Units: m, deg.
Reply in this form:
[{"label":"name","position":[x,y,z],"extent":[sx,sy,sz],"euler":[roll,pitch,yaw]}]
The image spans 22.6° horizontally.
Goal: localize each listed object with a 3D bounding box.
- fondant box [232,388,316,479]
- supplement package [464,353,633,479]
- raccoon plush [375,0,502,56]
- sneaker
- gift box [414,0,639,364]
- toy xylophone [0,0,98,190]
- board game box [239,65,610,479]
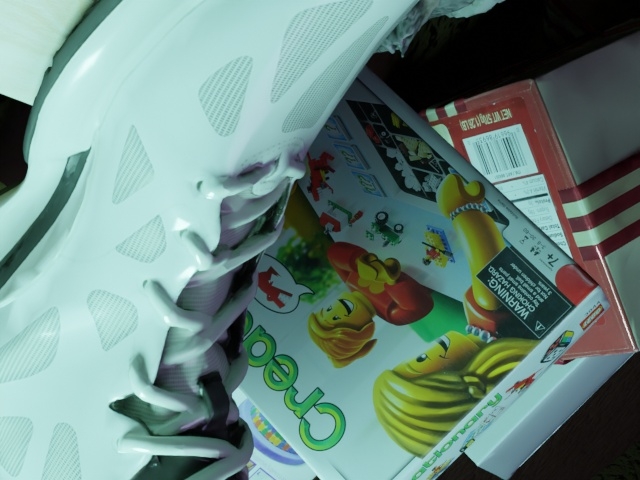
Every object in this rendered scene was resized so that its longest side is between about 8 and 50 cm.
[{"label":"fondant box","position":[-0.083,0.109,1.224],"extent":[0.330,0.096,0.238],"euler":[-43,137,0]},{"label":"supplement package","position":[0.251,0.142,1.936],"extent":[0.262,0.145,0.204],"euler":[-46,159,2]},{"label":"raccoon plush","position":[0.077,-0.312,0.826],"extent":[0.299,0.216,0.446],"euler":[-28,127,-6]},{"label":"sneaker","position":[-0.053,0.041,0.814],"extent":[0.447,0.257,0.169],"euler":[-44,158,31]},{"label":"gift box","position":[0.220,-0.066,1.293],"extent":[0.258,0.276,0.255],"euler":[-25,-169,-36]},{"label":"toy xylophone","position":[-0.147,-0.116,0.801],"extent":[0.236,0.081,0.323],"euler":[-35,161,5]},{"label":"board game box","position":[0.000,0.000,0.984],"extent":[0.193,0.305,0.053],"euler":[-45,156,0]}]
